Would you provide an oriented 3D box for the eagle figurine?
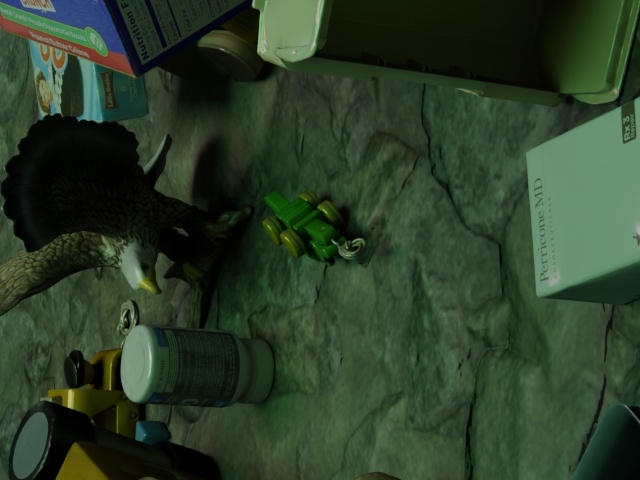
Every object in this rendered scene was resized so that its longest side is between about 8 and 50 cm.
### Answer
[{"bbox_3d":[-0.227,-0.007,1.925,0.225,0.298,0.226,-1,85,62],"label":"eagle figurine"}]

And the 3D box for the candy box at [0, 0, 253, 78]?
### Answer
[{"bbox_3d":[-0.130,-0.294,1.746,0.268,0.317,0.122,25,143,51],"label":"candy box"}]

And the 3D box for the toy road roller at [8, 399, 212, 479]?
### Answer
[{"bbox_3d":[-0.197,0.323,1.868,0.329,0.202,0.240,27,94,59],"label":"toy road roller"}]

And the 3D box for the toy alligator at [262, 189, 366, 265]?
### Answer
[{"bbox_3d":[0.000,0.000,1.776,0.190,0.056,0.051,33,156,57],"label":"toy alligator"}]

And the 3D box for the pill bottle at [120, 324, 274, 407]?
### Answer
[{"bbox_3d":[-0.120,0.125,1.878,0.078,0.137,0.078,-20,68,59],"label":"pill bottle"}]

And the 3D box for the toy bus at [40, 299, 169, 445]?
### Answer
[{"bbox_3d":[-0.263,0.193,2.160,0.191,0.104,0.202,-65,35,31],"label":"toy bus"}]

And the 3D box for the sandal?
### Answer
[{"bbox_3d":[-0.118,-0.222,2.023,0.240,0.088,0.079,15,67,54],"label":"sandal"}]

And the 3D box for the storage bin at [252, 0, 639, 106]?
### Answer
[{"bbox_3d":[0.105,-0.237,1.398,0.123,0.262,0.260,30,112,60],"label":"storage bin"}]

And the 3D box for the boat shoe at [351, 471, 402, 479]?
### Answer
[{"bbox_3d":[-0.008,0.314,1.661,0.341,0.122,0.110,-66,35,33],"label":"boat shoe"}]

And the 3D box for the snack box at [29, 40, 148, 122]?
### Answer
[{"bbox_3d":[-0.261,-0.284,2.000,0.187,0.060,0.321,6,105,62],"label":"snack box"}]

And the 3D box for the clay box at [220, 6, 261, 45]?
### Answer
[{"bbox_3d":[-0.050,-0.226,1.817,0.222,0.127,0.053,37,117,56],"label":"clay box"}]

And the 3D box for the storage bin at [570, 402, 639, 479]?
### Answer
[{"bbox_3d":[0.230,0.184,1.281,0.098,0.091,0.135,55,133,49],"label":"storage bin"}]

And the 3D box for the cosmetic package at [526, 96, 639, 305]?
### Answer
[{"bbox_3d":[0.239,-0.035,1.308,0.231,0.085,0.117,-27,62,56],"label":"cosmetic package"}]
